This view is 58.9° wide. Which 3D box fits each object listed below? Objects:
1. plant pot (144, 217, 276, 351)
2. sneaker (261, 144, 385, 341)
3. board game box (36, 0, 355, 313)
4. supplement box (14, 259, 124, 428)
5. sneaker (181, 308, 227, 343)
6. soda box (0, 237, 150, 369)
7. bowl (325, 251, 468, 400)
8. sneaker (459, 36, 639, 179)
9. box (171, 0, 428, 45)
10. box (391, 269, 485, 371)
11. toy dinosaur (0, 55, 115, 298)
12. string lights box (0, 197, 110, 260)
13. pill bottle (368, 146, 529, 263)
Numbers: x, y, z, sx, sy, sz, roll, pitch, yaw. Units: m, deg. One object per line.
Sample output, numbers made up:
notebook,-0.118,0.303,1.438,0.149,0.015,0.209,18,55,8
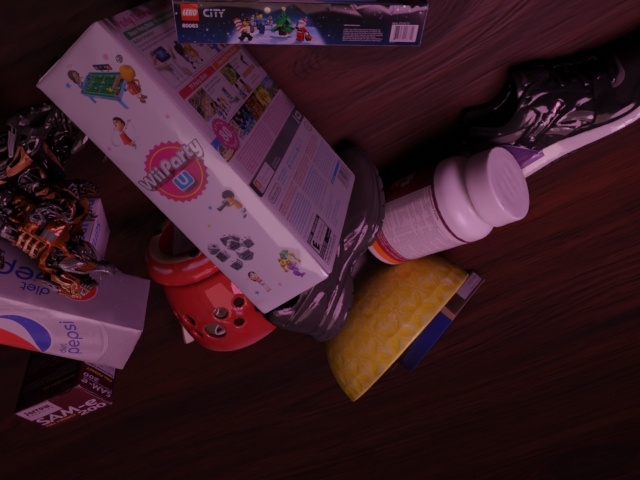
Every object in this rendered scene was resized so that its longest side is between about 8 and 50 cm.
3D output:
plant pot,-0.150,0.042,0.855,0.191,0.191,0.174,-17,130,9
sneaker,0.000,0.000,0.796,0.130,0.109,0.286,15,89,-37
board game box,-0.101,-0.107,0.612,0.097,0.224,0.303,-32,111,26
supplement box,-0.385,0.158,0.902,0.130,0.239,0.073,-24,135,17
sneaker,-0.210,0.115,1.017,0.086,0.064,0.192,-6,138,-12
soda box,-0.374,0.073,0.724,0.286,0.098,0.091,19,126,-24
bowl,0.097,0.111,0.961,0.156,0.289,0.289,43,129,11
sneaker,0.317,-0.188,0.741,0.283,0.107,0.124,-36,125,27
box,-0.024,-0.257,0.573,0.233,0.159,0.044,-2,139,-7
box,0.223,0.166,1.089,0.036,0.136,0.225,40,134,14
toy dinosaur,-0.343,-0.090,0.659,0.218,0.164,0.322,-35,119,-2
string lights box,-0.451,0.010,0.812,0.259,0.133,0.077,-1,134,-7
pill bottle,0.170,-0.047,0.806,0.121,0.121,0.221,29,146,-33
